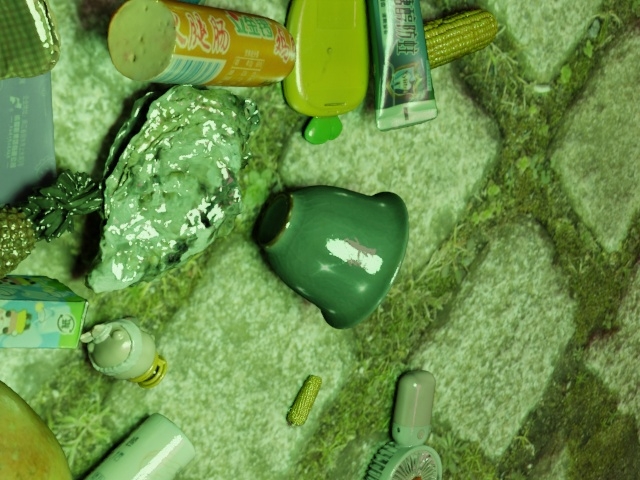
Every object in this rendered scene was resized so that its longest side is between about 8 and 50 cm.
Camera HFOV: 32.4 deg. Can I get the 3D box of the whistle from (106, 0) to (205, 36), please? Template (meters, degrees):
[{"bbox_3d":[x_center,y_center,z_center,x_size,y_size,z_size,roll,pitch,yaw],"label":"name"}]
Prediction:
[{"bbox_3d":[-0.154,-0.305,1.271,0.235,0.077,0.114,-49,141,-18],"label":"whistle"}]

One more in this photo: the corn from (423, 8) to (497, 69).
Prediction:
[{"bbox_3d":[0.178,-0.287,1.583,0.207,0.068,0.068,-24,117,-35],"label":"corn"}]

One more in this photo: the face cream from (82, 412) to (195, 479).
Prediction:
[{"bbox_3d":[-0.272,0.330,1.348,0.269,0.082,0.082,-45,128,-24],"label":"face cream"}]

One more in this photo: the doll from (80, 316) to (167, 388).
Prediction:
[{"bbox_3d":[-0.239,0.123,1.332,0.127,0.073,0.084,47,37,-44],"label":"doll"}]

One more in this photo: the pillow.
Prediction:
[{"bbox_3d":[-0.366,-0.203,1.078,0.211,0.034,0.135,-18,115,-3],"label":"pillow"}]

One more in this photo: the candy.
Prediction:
[{"bbox_3d":[-0.360,0.075,1.181,0.194,0.097,0.062,5,102,-42],"label":"candy"}]

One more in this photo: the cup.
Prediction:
[{"bbox_3d":[0.000,0.000,1.449,0.150,0.199,0.199,25,85,-26],"label":"cup"}]

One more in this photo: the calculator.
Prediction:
[{"bbox_3d":[0.011,-0.244,1.467,0.146,0.032,0.235,-10,107,-40],"label":"calculator"}]

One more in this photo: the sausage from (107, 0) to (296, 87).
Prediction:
[{"bbox_3d":[-0.114,-0.224,1.277,0.312,0.093,0.093,-10,111,-61],"label":"sausage"}]

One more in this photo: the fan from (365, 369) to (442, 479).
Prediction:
[{"bbox_3d":[0.138,0.321,1.724,0.130,0.074,0.244,-2,103,-41],"label":"fan"}]

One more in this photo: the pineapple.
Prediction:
[{"bbox_3d":[-0.311,-0.022,1.198,0.159,0.074,0.074,-35,124,-21],"label":"pineapple"}]

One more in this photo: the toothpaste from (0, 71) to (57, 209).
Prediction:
[{"bbox_3d":[-0.330,-0.185,1.150,0.125,0.080,0.371,-13,118,-38],"label":"toothpaste"}]

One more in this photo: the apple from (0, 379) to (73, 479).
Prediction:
[{"bbox_3d":[-0.403,0.260,1.058,0.338,0.305,0.338,-8,108,-26],"label":"apple"}]

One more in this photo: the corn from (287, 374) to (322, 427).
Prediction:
[{"bbox_3d":[-0.023,0.232,1.583,0.027,0.028,0.083,36,74,-37],"label":"corn"}]

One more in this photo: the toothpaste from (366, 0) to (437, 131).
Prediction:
[{"bbox_3d":[0.091,-0.343,1.462,0.099,0.061,0.392,-14,104,-23],"label":"toothpaste"}]

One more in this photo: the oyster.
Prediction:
[{"bbox_3d":[-0.171,-0.057,1.305,0.198,0.112,0.267,12,97,-44],"label":"oyster"}]
